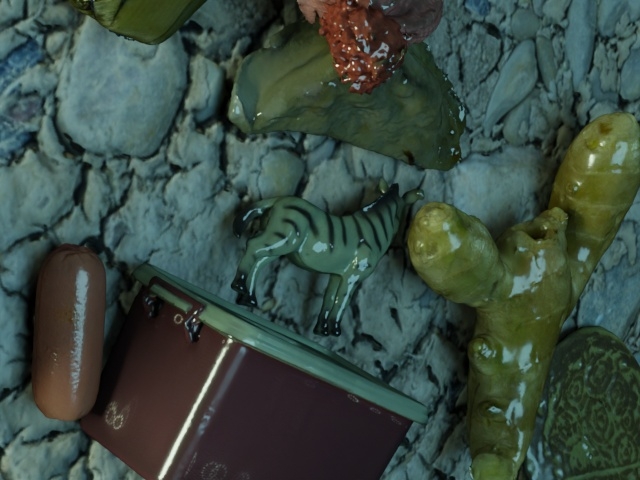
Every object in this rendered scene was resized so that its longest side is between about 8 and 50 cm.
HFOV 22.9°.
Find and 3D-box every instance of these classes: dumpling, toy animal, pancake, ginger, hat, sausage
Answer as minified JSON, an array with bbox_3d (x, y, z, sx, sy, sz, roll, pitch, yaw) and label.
[{"bbox_3d":[0.058,-0.160,1.557,0.332,0.086,0.166,6,99,-46],"label":"dumpling"},{"bbox_3d":[0.004,0.001,1.559,0.217,0.073,0.176,23,80,-38],"label":"toy animal"},{"bbox_3d":[0.325,0.223,1.886,0.250,0.031,0.250,6,80,-40],"label":"pancake"},{"bbox_3d":[0.237,0.058,1.757,0.363,0.122,0.348,-35,131,-42],"label":"ginger"},{"bbox_3d":[0.034,-0.256,1.455,0.237,0.107,0.286,22,53,-34],"label":"hat"},{"bbox_3d":[-0.220,0.080,1.383,0.062,0.062,0.154,-3,103,-41],"label":"sausage"}]

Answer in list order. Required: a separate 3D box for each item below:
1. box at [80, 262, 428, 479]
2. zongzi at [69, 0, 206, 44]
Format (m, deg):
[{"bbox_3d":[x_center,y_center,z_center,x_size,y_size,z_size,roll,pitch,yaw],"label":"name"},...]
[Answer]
[{"bbox_3d":[-0.065,0.160,1.459,0.294,0.193,0.167,28,87,-42],"label":"box"},{"bbox_3d":[-0.054,-0.270,1.290,0.123,0.289,0.260,31,79,-55],"label":"zongzi"}]
